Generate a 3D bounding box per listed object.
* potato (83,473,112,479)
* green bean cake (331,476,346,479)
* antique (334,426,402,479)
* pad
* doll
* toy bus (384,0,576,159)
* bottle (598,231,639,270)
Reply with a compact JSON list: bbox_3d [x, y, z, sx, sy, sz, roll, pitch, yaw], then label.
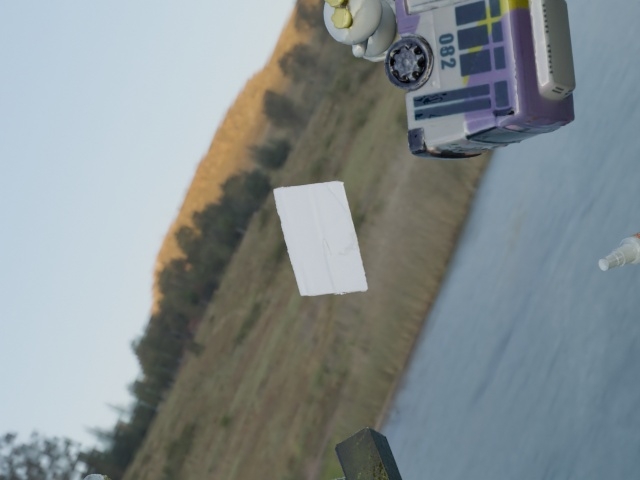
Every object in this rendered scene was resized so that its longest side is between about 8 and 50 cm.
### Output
[{"bbox_3d":[-0.408,0.495,2.119,0.085,0.105,0.188,-36,12,-12],"label":"potato"},{"bbox_3d":[-0.003,0.545,2.254,0.248,0.222,0.125,21,-131,-64],"label":"green bean cake"},{"bbox_3d":[0.110,0.462,2.092,0.081,0.221,0.080,-34,-37,15],"label":"antique"},{"bbox_3d":[0.000,0.000,2.204,0.004,0.156,0.232,-42,-58,-58],"label":"pad"},{"bbox_3d":[0.075,-0.385,1.993,0.293,0.119,0.138,-7,-94,-69],"label":"doll"},{"bbox_3d":[0.245,-0.354,1.724,0.209,0.249,0.440,-3,-93,-55],"label":"toy bus"},{"bbox_3d":[0.639,0.015,2.271,0.217,0.060,0.060,-23,-29,-30],"label":"bottle"}]
